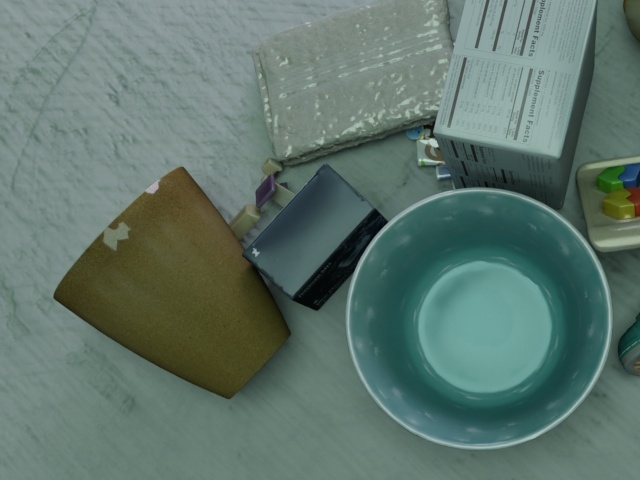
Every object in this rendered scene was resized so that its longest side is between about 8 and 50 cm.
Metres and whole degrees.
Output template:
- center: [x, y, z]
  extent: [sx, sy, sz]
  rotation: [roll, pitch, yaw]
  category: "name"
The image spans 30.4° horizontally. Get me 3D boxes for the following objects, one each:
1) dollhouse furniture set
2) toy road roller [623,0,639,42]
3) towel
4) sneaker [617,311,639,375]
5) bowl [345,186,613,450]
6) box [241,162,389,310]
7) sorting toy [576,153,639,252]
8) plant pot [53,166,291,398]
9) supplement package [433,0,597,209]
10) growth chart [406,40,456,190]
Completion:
- center: [-0.070, -0.036, 1.609]
  extent: [0.081, 0.091, 0.114]
  rotation: [32, 116, -24]
  category: "dollhouse furniture set"
- center: [0.543, -0.365, 1.428]
  extent: [0.241, 0.202, 0.329]
  rotation: [14, 104, -18]
  category: "toy road roller"
- center: [0.050, -0.220, 1.583]
  extent: [0.282, 0.049, 0.187]
  rotation: [-14, 77, 16]
  category: "towel"
- center: [0.476, 0.043, 1.440]
  extent: [0.302, 0.108, 0.121]
  rotation: [-40, 48, 12]
  category: "sneaker"
- center: [0.196, 0.101, 1.450]
  extent: [0.312, 0.163, 0.311]
  rotation: [-2, 81, 11]
  category: "bowl"
- center: [0.000, 0.000, 1.511]
  extent: [0.093, 0.158, 0.156]
  rotation: [43, 92, 15]
  category: "box"
- center: [0.413, -0.061, 1.426]
  extent: [0.193, 0.208, 0.038]
  rotation: [-8, 117, 11]
  category: "sorting toy"
- center: [-0.169, 0.076, 1.516]
  extent: [0.254, 0.237, 0.237]
  rotation: [44, 92, 2]
  category: "plant pot"
- center: [0.240, -0.173, 1.410]
  extent: [0.145, 0.262, 0.204]
  rotation: [13, 82, 14]
  category: "supplement package"
- center: [0.193, -0.162, 1.567]
  extent: [0.172, 0.021, 0.237]
  rotation: [-17, 76, 9]
  category: "growth chart"
